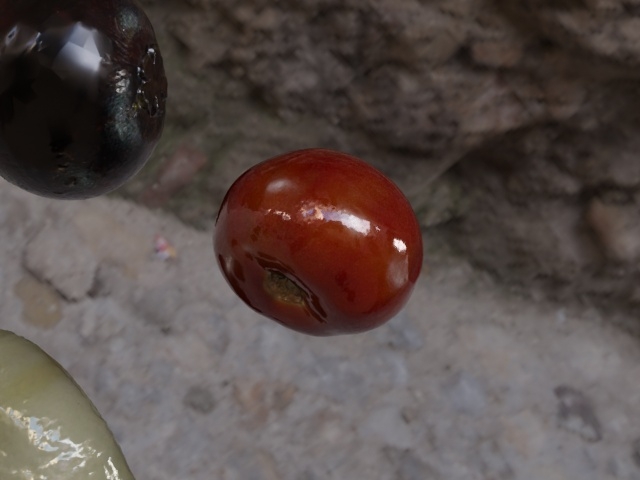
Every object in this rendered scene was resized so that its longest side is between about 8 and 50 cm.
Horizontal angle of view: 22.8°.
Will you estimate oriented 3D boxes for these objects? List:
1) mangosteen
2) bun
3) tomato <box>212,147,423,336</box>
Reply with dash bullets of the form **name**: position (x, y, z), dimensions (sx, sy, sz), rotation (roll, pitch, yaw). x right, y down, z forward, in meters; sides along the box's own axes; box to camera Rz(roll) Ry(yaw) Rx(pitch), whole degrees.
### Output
- **mangosteen**: position (-0.360, -0.207, 2.139), dimensions (0.330, 0.330, 0.330), rotation (19, 53, -27)
- **bun**: position (-0.360, 0.283, 1.778), dimensions (0.202, 0.364, 0.364), rotation (-31, 83, -33)
- **tomato**: position (0.000, 0.000, 1.418), dimensions (0.195, 0.195, 0.136), rotation (38, 60, -12)
